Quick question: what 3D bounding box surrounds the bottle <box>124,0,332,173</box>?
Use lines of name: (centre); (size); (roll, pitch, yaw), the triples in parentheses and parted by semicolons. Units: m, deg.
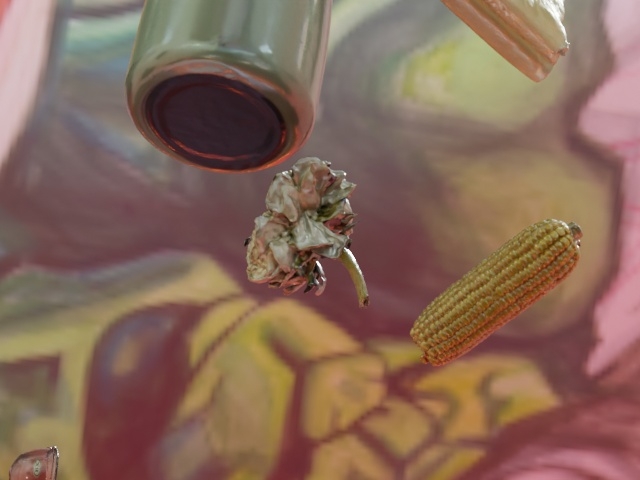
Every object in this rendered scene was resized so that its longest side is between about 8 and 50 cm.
bottle: (-0.065, -0.239, 1.664); (0.168, 0.168, 0.347); (125, -21, -54)

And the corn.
corn: (0.178, 0.051, 1.893); (0.207, 0.068, 0.068); (-39, -153, 4)

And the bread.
bread: (0.162, -0.251, 1.799); (0.060, 0.178, 0.139); (-33, -145, 33)

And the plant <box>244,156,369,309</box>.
plant: (0.000, 0.000, 1.535); (0.116, 0.122, 0.104); (-62, 162, 11)

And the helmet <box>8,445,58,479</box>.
helmet: (-0.311, 0.253, 2.030); (0.084, 0.049, 0.065); (115, -19, -57)
